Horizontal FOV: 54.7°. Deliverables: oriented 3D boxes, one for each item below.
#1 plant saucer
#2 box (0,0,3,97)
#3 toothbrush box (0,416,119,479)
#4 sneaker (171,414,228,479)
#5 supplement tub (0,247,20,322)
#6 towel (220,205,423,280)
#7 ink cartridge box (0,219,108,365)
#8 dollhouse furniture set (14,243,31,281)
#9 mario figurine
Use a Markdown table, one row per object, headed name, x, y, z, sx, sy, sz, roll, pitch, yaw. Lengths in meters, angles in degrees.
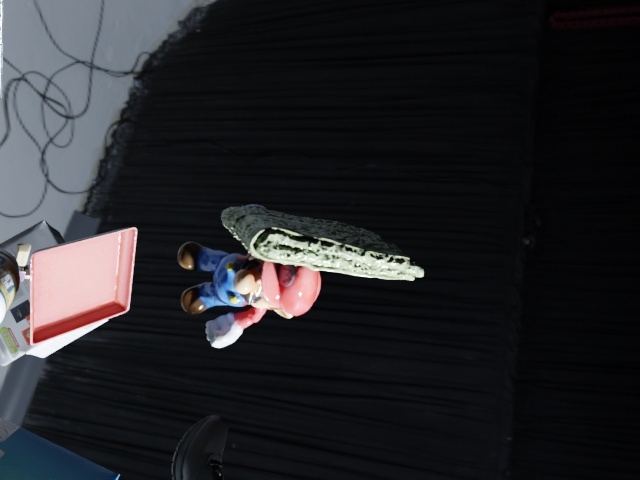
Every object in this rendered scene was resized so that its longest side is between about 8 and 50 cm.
| name | x | y | z | sx | sy | sz | roll | pitch | yaw |
| --- | --- | --- | --- | --- | --- | --- | --- | --- | --- |
| plant saucer | -0.564 | 0.095 | 1.455 | 0.259 | 0.048 | 0.258 | -19 | 134 | -45 |
| box | -0.574 | -0.290 | 0.919 | 0.191 | 0.045 | 0.184 | -23 | 143 | -47 |
| toothbrush box | -0.440 | 0.395 | 0.802 | 0.295 | 0.216 | 0.126 | -60 | 173 | -70 |
| sneaker | -0.217 | 0.471 | 1.142 | 0.109 | 0.130 | 0.286 | 38 | 65 | -56 |
| supplement tub | -0.764 | 0.108 | 1.389 | 0.199 | 0.144 | 0.144 | -116 | -164 | -63 |
| towel | 0.000 | 0.000 | 0.498 | 0.110 | 0.148 | 0.027 | -146 | -112 | -64 |
| ink cartridge box | -0.788 | 0.150 | 1.691 | 0.309 | 0.272 | 0.130 | 58 | -11 | 11 |
| dollhouse furniture set | -0.750 | 0.039 | 1.593 | 0.114 | 0.091 | 0.081 | -59 | -142 | 32 |
| mario figurine | -0.142 | 0.061 | 1.025 | 0.170 | 0.320 | 0.198 | -51 | 121 | -35 |
